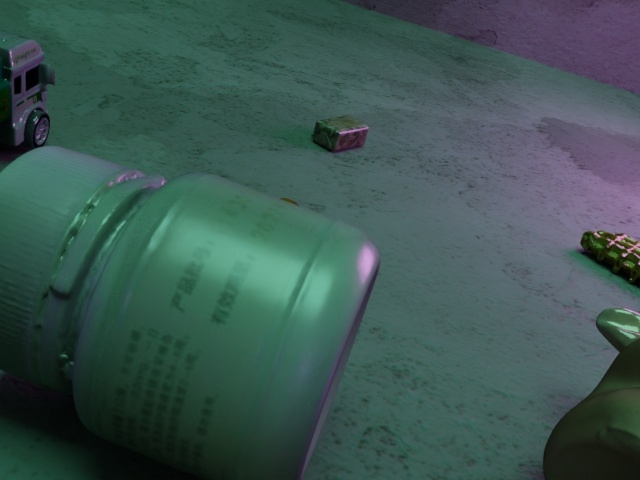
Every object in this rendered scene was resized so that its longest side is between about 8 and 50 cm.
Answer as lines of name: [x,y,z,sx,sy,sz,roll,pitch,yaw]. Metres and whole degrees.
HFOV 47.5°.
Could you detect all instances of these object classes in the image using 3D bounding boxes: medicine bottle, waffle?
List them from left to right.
medicine bottle: [-0.124,0.058,0.622,0.302,0.241,0.241,20,29,7]
waffle: [0.526,0.046,1.176,0.161,0.046,0.192,9,30,-17]

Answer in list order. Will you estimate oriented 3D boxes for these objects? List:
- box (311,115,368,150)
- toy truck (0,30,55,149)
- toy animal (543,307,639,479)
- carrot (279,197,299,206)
box: [0.037,-0.201,1.360,0.062,0.044,0.098,35,33,31]
toy truck: [-0.473,-0.161,0.904,0.177,0.177,0.363,16,26,1]
toy animal: [0.324,0.179,0.667,0.256,0.213,0.195,-25,92,-36]
carrot: [0.000,0.000,1.007,0.037,0.037,0.190,-16,46,-44]
